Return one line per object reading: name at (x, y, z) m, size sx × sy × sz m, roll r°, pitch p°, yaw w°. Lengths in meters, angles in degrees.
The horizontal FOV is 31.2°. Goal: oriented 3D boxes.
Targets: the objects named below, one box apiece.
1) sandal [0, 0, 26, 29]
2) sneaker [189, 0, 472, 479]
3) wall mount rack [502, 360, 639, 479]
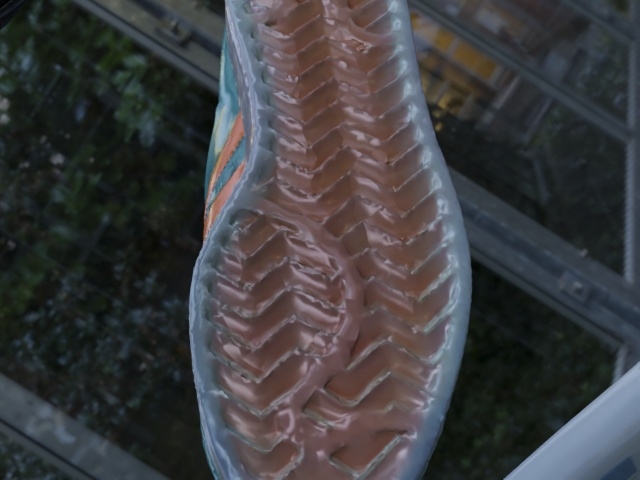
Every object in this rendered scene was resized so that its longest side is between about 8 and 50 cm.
sandal at (-0.091, -0.084, 0.280) m, size 0.254 × 0.055 × 0.097 m, roll -81°, pitch -4°, yaw -62°
sneaker at (0.000, 0.000, 0.503) m, size 0.121 × 0.108 × 0.302 m, roll 96°, pitch 175°, yaw -55°
wall mount rack at (0.074, 0.133, 0.338) m, size 0.304 × 0.130 × 0.350 m, roll 11°, pitch -51°, yaw -45°
